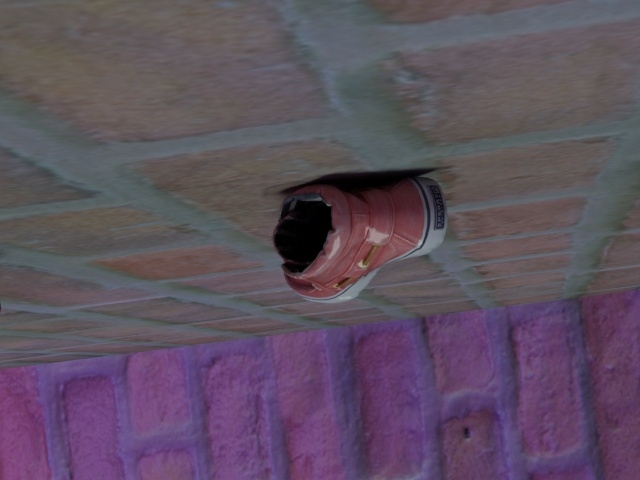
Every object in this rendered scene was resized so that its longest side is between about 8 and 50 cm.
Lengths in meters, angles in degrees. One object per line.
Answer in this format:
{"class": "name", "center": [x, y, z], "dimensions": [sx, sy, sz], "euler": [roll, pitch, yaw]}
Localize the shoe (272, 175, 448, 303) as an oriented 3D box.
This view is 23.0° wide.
{"class": "shoe", "center": [0.000, 0.000, 0.984], "dimensions": [0.081, 0.063, 0.178], "euler": [-2, 168, -28]}
